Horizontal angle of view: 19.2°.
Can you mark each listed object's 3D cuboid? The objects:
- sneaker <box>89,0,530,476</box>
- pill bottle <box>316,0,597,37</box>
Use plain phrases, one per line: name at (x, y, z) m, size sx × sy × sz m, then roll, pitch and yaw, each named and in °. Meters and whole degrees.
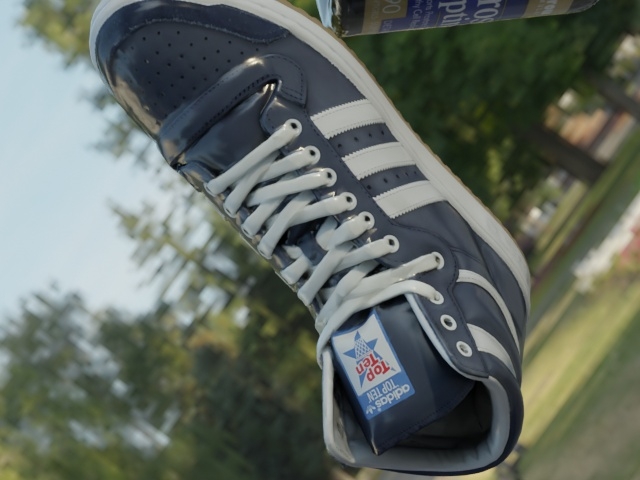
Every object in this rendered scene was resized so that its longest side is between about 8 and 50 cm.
sneaker at (0.000, 0.000, 0.890) m, size 0.099 × 0.282 × 0.153 m, roll -36°, pitch 28°, yaw 29°
pill bottle at (0.105, -0.193, 1.137) m, size 0.123 × 0.219 × 0.123 m, roll 173°, pitch 90°, yaw -83°
